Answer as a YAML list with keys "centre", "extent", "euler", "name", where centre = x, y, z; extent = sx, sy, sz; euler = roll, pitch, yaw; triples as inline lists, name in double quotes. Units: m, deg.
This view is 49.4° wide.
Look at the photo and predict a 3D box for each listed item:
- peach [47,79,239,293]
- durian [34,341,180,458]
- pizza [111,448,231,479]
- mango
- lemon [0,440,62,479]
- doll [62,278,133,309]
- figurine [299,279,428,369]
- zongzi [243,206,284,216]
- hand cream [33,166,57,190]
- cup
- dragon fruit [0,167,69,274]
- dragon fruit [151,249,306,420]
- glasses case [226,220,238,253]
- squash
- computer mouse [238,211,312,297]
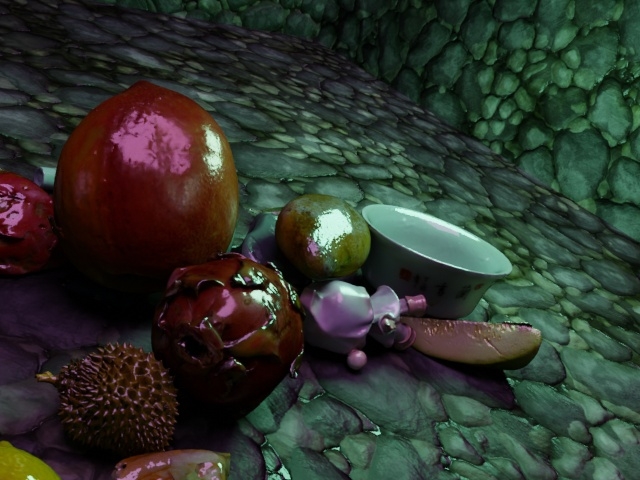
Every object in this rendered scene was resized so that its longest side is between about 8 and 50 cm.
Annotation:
- centre: [-0.298, -0.090, 1.223]
  extent: [0.372, 0.289, 0.373]
  euler: [11, 68, -30]
  name: "peach"
- centre: [-0.290, 0.203, 0.933]
  extent: [0.208, 0.147, 0.102]
  euler: [16, -16, 10]
  name: "durian"
- centre: [-0.158, 0.358, 0.813]
  extent: [0.189, 0.071, 0.297]
  euler: [10, 28, -22]
  name: "pizza"
- centre: [0.000, 0.000, 1.354]
  extent: [0.192, 0.146, 0.316]
  euler: [34, 21, 1]
  name: "mango"
- centre: [-0.329, 0.301, 0.668]
  extent: [0.186, 0.187, 0.244]
  euler: [12, 32, -18]
  name: "lemon"
- centre: [-0.385, 0.092, 1.208]
  extent: [0.125, 0.027, 0.037]
  euler: [18, 25, 0]
  name: "doll"
- centre: [0.072, 0.145, 1.320]
  extent: [0.275, 0.133, 0.200]
  euler: [6, 46, -26]
  name: "figurine"
- centre: [-0.108, -0.054, 1.688]
  extent: [0.154, 0.062, 0.130]
  euler: [1, 7, -5]
  name: "zongzi"
- centre: [-0.529, -0.128, 1.510]
  extent: [0.174, 0.047, 0.076]
  euler: [4, 28, -48]
  name: "hand cream"
- centre: [0.227, 0.062, 1.535]
  extent: [0.347, 0.163, 0.347]
  euler: [18, 19, -6]
  name: "cup"
- centre: [-0.572, -0.030, 1.182]
  extent: [0.261, 0.134, 0.211]
  euler: [21, 29, 1]
  name: "dragon fruit"
- centre: [-0.140, 0.142, 1.070]
  extent: [0.250, 0.250, 0.315]
  euler: [17, 19, -9]
  name: "dragon fruit"
- centre: [-0.203, 0.019, 1.418]
  extent: [0.039, 0.078, 0.184]
  euler: [17, 26, -8]
  name: "glasses case"
- centre: [0.287, 0.201, 1.397]
  extent: [0.252, 0.093, 0.169]
  euler: [13, -18, -17]
  name: "squash"
- centre: [-0.090, 0.028, 1.463]
  extent: [0.167, 0.090, 0.379]
  euler: [39, 24, -8]
  name: "computer mouse"
